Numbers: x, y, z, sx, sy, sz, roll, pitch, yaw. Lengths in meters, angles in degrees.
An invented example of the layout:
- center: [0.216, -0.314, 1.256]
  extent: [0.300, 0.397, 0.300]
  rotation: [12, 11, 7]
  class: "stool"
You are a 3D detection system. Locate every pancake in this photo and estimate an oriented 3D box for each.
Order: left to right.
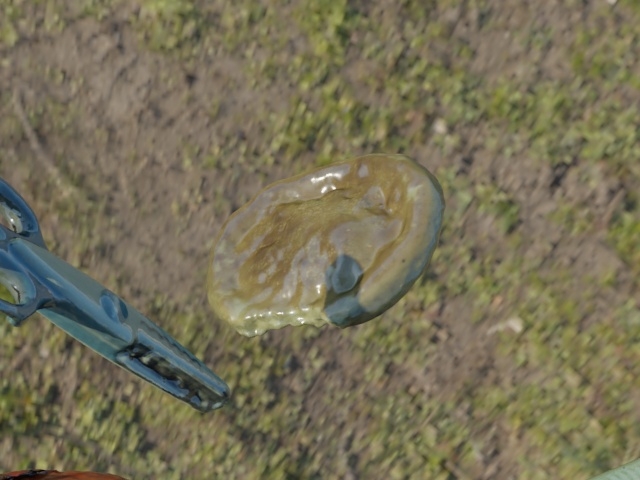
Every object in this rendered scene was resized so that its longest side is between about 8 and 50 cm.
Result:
- center: [-0.001, -0.001, 1.502]
  extent: [0.236, 0.042, 0.222]
  rotation: [12, 59, 45]
  class: "pancake"

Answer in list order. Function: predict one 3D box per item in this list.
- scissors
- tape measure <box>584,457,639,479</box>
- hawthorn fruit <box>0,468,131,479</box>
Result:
- center: [-0.170, 0.051, 1.217]
  extent: [0.289, 0.041, 0.138]
  rotation: [40, 22, -33]
  class: "scissors"
- center: [0.274, 0.262, 1.334]
  extent: [0.235, 0.207, 0.115]
  rotation: [-19, 37, -14]
  class: "tape measure"
- center: [-0.168, 0.279, 0.922]
  extent: [0.307, 0.276, 0.276]
  rotation: [-42, 76, 13]
  class: "hawthorn fruit"
